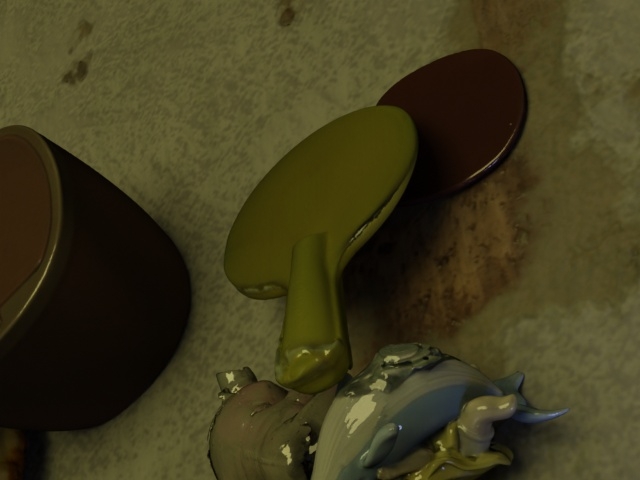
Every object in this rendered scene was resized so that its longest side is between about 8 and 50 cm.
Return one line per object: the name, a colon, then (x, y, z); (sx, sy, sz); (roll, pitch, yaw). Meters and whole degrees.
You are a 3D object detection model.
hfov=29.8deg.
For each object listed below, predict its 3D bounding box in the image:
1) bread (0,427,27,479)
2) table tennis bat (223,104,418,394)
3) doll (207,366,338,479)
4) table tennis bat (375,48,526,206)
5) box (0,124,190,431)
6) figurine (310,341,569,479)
bread: (-0.430, 0.212, 1.366); (0.184, 0.114, 0.274); (-53, 42, 23)
table tennis bat: (0.000, 0.000, 1.060); (0.224, 0.054, 0.368); (-34, 28, 21)
doll: (-0.035, 0.185, 1.045); (0.192, 0.095, 0.149); (-7, 88, 53)
table tennis bat: (0.075, -0.092, 1.162); (0.274, 0.021, 0.154); (-22, 53, 30)
box: (-0.293, 0.054, 1.270); (0.301, 0.216, 0.300); (-21, 56, 34)
figurine: (0.084, 0.164, 0.928); (0.209, 0.183, 0.128); (-21, 15, -7)
